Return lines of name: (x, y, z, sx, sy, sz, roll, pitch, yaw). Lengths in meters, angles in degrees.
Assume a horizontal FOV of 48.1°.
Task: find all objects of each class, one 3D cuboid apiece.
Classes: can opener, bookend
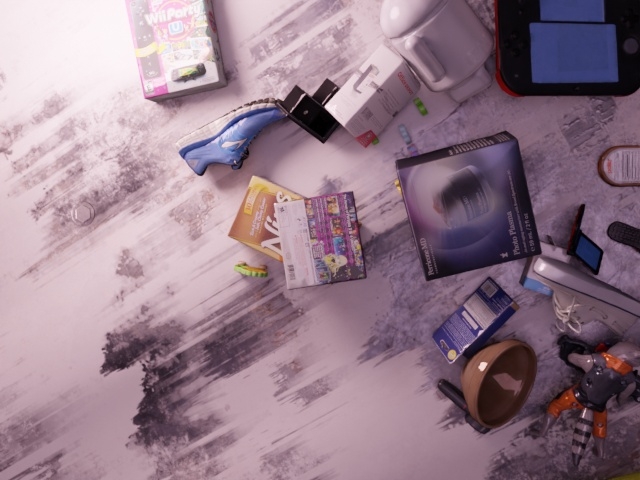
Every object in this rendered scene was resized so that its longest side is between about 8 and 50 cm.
can opener: (0.387, 0.439, 1.911, 0.186, 0.059, 0.073, 41, 100, 4)
bookend: (-0.006, -0.361, 1.869, 0.157, 0.156, 0.072, -50, 45, 9)

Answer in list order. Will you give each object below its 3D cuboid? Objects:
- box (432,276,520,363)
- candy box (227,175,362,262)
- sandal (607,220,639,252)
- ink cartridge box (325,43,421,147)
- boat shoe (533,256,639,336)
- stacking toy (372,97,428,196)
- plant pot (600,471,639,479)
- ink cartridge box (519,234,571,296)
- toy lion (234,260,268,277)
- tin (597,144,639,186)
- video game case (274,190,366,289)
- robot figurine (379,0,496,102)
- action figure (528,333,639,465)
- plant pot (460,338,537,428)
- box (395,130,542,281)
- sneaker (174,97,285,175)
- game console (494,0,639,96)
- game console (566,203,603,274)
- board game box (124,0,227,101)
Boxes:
box: (0.396, 0.212, 1.858, 0.036, 0.136, 0.225, 39, 100, -28)
candy box: (-0.069, -0.030, 1.941, 0.316, 0.087, 0.183, 25, 97, 6)
sandal: (0.819, 0.003, 1.821, 0.179, 0.040, 0.067, 28, 93, 21)
ink cartridge box: (0.137, -0.367, 1.832, 0.218, 0.158, 0.092, -46, 63, 6)
boat shoe: (0.632, 0.161, 1.756, 0.367, 0.136, 0.156, 21, 104, -32)
stacking toy: (0.238, -0.246, 1.892, 0.167, 0.052, 0.221, -28, 88, 10)
plant pot: (0.735, 0.739, 1.752, 0.353, 0.366, 0.366, -11, 92, 22)
ink cartridge box: (0.578, 0.060, 1.834, 0.090, 0.092, 0.143, 19, 98, 8)
toy lion: (-0.191, 0.083, 1.966, 0.100, 0.096, 0.034, 10, 96, 9)
tin: (0.800, -0.189, 1.808, 0.190, 0.040, 0.106, -1, 90, 10)
video game case: (0.000, 0.000, 1.866, 0.210, 0.042, 0.232, -9, 93, 9)
robot figurine: (0.284, -0.509, 1.759, 0.200, 0.300, 0.353, -28, 116, 38)
action figure: (0.730, 0.403, 1.796, 0.341, 0.178, 0.330, 23, 107, 9)
plant pot: (0.440, 0.352, 1.846, 0.110, 0.237, 0.237, 24, 100, 49)
box: (0.363, -0.086, 1.788, 0.294, 0.183, 0.296, -14, 103, 9)
sneaker: (-0.222, -0.278, 1.948, 0.330, 0.130, 0.147, -25, 104, 14)
game console: (0.607, -0.519, 1.744, 0.387, 0.060, 0.342, -2, 95, -11)
game console: (0.666, -0.005, 1.780, 0.085, 0.144, 0.124, 15, 121, 20)
board game box: (-0.395, -0.552, 1.958, 0.224, 0.097, 0.303, -10, 91, 10)
